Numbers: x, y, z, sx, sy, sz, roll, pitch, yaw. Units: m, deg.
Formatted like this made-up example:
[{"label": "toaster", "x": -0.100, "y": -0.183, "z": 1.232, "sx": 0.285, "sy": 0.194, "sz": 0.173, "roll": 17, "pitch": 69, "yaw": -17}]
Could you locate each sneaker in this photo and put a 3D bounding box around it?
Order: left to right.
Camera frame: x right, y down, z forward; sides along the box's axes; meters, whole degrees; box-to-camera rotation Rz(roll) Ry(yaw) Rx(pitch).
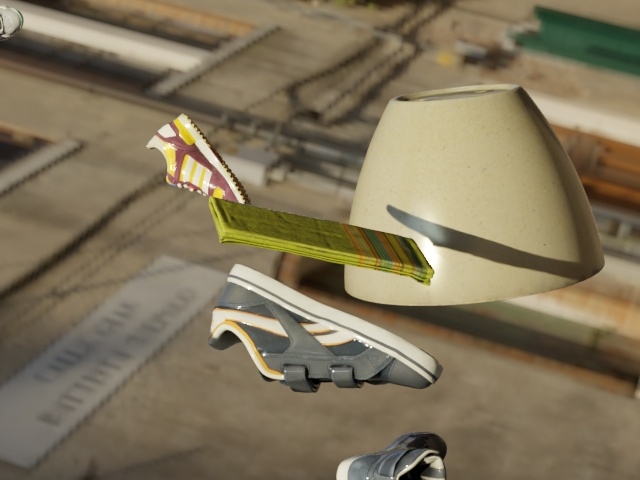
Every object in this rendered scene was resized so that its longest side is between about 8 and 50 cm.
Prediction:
[{"label": "sneaker", "x": -0.357, "y": -0.215, "z": 1.653, "sx": 0.069, "sy": 0.098, "sz": 0.038, "roll": -89, "pitch": -13, "yaw": -74}, {"label": "sneaker", "x": -0.174, "y": -0.090, "z": 2.330, "sx": 0.084, "sy": 0.185, "sz": 0.069, "roll": -37, "pitch": -10, "yaw": 3}, {"label": "sneaker", "x": 0.000, "y": 0.149, "z": 2.125, "sx": 0.127, "sy": 0.321, "sz": 0.126, "roll": -64, "pitch": -22, "yaw": -10}, {"label": "sneaker", "x": 0.160, "y": 0.353, "z": 2.514, "sx": 0.226, "sy": 0.163, "sz": 0.086, "roll": -14, "pitch": -86, "yaw": -44}]

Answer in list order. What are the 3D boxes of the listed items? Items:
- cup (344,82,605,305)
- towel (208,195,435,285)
[{"label": "cup", "x": 0.181, "y": -0.070, "z": 2.028, "sx": 0.331, "sy": 0.331, "sz": 0.237, "roll": -35, "pitch": -61, "yaw": -70}, {"label": "towel", "x": 0.000, "y": 0.000, "z": 1.710, "sx": 0.102, "sy": 0.237, "sz": 0.021, "roll": -119, "pitch": 43, "yaw": -66}]
